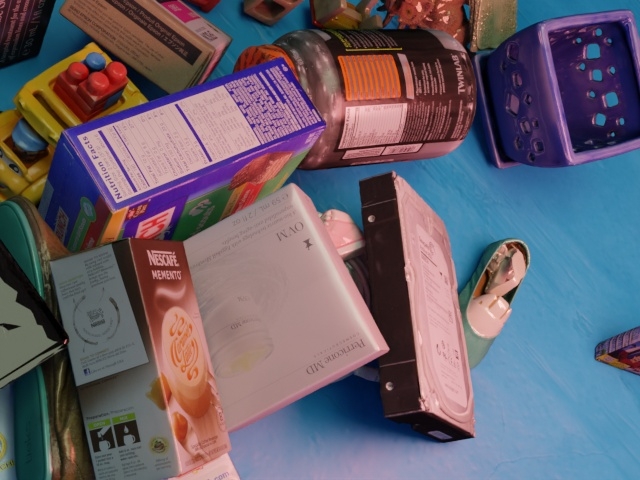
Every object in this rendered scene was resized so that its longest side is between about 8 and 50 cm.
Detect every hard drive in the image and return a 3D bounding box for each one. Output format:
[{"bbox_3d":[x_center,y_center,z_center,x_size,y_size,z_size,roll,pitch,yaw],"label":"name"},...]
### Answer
[{"bbox_3d":[0.140,0.098,1.308,0.237,0.064,0.338,38,41,-57],"label":"hard drive"}]

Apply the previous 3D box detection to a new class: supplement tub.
[{"bbox_3d":[0.049,-0.214,1.400,0.338,0.207,0.207,-8,71,-30],"label":"supplement tub"}]

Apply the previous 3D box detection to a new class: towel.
[{"bbox_3d":[0.296,-0.397,1.579,0.110,0.027,0.148,-19,118,-34],"label":"towel"}]

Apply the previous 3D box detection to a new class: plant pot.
[{"bbox_3d":[0.397,-0.245,1.571,0.236,0.212,0.235,-16,96,-32],"label":"plant pot"}]

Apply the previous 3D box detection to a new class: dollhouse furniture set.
[{"bbox_3d":[-0.089,-0.456,1.506,0.374,0.152,0.201,17,58,-40],"label":"dollhouse furniture set"}]

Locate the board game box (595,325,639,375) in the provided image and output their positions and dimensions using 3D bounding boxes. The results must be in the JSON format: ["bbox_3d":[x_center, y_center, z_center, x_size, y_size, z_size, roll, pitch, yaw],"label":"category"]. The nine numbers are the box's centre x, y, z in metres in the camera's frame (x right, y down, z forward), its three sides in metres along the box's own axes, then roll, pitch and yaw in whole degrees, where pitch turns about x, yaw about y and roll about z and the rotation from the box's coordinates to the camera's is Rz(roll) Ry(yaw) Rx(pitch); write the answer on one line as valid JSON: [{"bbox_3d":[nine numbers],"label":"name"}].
[{"bbox_3d":[0.586,0.169,1.508,0.194,0.194,0.060,20,59,-19],"label":"board game box"}]

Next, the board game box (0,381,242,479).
[{"bbox_3d":[-0.277,0.252,1.078,0.308,0.086,0.302,-20,77,-33],"label":"board game box"}]

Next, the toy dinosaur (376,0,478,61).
[{"bbox_3d":[0.203,-0.374,1.606,0.200,0.127,0.295,-48,125,-24],"label":"toy dinosaur"}]

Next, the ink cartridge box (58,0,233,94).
[{"bbox_3d":[-0.231,-0.295,1.286,0.193,0.088,0.234,35,13,-9],"label":"ink cartridge box"}]

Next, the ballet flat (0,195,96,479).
[{"bbox_3d":[-0.285,0.118,1.029,0.124,0.116,0.342,5,63,-48],"label":"ballet flat"}]

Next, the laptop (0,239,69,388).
[{"bbox_3d":[-0.547,0.062,0.936,0.382,0.408,0.236,-33,119,-34],"label":"laptop"}]

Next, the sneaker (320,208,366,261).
[{"bbox_3d":[0.000,0.000,1.261,0.134,0.051,0.070,-18,74,-36],"label":"sneaker"}]

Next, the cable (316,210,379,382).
[{"bbox_3d":[-0.028,0.078,1.293,0.257,0.089,0.257,8,63,-23],"label":"cable"}]

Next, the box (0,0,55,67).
[{"bbox_3d":[-0.526,-0.322,1.094,0.395,0.293,0.212,-30,83,-35],"label":"box"}]

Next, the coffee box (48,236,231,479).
[{"bbox_3d":[-0.191,0.128,1.000,0.141,0.098,0.246,7,68,-75],"label":"coffee box"}]

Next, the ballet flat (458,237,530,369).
[{"bbox_3d":[0.265,0.086,1.444,0.083,0.087,0.247,36,56,-10],"label":"ballet flat"}]

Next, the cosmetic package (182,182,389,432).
[{"bbox_3d":[-0.069,0.087,1.124,0.224,0.138,0.224,-29,82,5],"label":"cosmetic package"}]

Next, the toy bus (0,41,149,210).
[{"bbox_3d":[-0.326,-0.149,1.170,0.149,0.211,0.220,49,56,-1],"label":"toy bus"}]

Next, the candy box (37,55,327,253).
[{"bbox_3d":[-0.184,-0.072,1.172,0.317,0.268,0.122,-26,77,-34],"label":"candy box"}]
